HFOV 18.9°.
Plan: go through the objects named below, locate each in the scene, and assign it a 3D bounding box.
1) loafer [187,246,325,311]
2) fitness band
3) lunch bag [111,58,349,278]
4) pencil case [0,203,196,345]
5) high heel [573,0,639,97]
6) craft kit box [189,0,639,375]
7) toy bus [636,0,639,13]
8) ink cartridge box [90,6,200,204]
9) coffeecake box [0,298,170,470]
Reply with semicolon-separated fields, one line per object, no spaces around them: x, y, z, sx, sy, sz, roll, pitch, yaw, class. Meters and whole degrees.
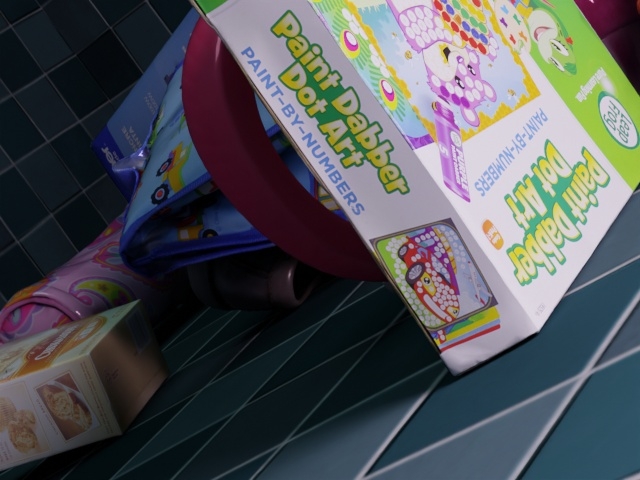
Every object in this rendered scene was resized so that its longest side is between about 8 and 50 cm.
0.029;-0.041;1.449;0.095;0.109;0.302;15;46;39;loafer
0.042;-0.093;1.132;0.291;0.209;0.054;-40;6;-40;fitness band
-0.027;-0.097;1.363;0.293;0.138;0.221;-22;33;22;lunch bag
-0.189;0.050;1.788;0.124;0.124;0.284;-32;7;30;pencil case
0.216;-0.174;1.225;0.244;0.117;0.082;-41;8;-38;high heel
0.052;-0.094;0.920;0.061;0.246;0.250;-29;9;32;craft kit box
0.226;-0.158;1.046;0.202;0.191;0.104;-42;-28;-7;toy bus
-0.029;-0.136;1.719;0.270;0.151;0.395;-31;-8;-34;ink cartridge box
-0.224;0.119;1.439;0.185;0.068;0.142;-18;11;14;coffeecake box
